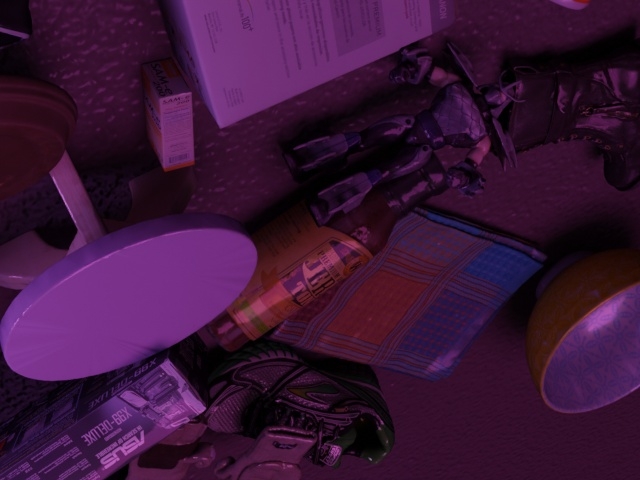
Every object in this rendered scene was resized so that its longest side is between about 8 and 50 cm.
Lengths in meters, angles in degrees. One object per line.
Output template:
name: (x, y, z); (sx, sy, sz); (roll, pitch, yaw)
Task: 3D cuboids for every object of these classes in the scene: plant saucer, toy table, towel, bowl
plant saucer: (-0.352, -0.071, 1.079); (0.277, 0.041, 0.278); (-18, 169, -4)
toy table: (-0.222, 0.018, 1.267); (0.274, 0.161, 0.252); (-19, 139, -16)
towel: (0.126, 0.076, 1.661); (0.370, 0.040, 0.271); (17, 119, -44)
bowl: (0.414, 0.106, 1.793); (0.289, 0.156, 0.289); (-19, 139, -17)

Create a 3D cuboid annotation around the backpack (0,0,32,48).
backpack: (-0.355, -0.210, 0.900); (0.225, 0.191, 0.253); (9, 164, -39)

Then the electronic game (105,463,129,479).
electronic game: (-0.297, 0.308, 1.602); (0.229, 0.048, 0.229); (-21, 143, -17)

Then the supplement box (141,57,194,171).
supplement box: (-0.158, -0.130, 1.235); (0.036, 0.062, 0.098); (-16, 137, -18)

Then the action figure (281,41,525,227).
action figure: (0.105, -0.115, 1.355); (0.285, 0.185, 0.099); (-27, 165, -1)

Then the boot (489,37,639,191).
boot: (0.320, -0.149, 1.539); (0.228, 0.091, 0.263); (-16, 134, -12)

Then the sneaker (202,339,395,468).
sneaker: (-0.026, 0.232, 1.632); (0.343, 0.146, 0.134); (10, 125, -38)

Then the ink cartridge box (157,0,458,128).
ink cartridge box: (-0.025, -0.298, 1.099); (0.271, 0.130, 0.309); (-24, 140, -11)

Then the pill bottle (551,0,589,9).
pill bottle: (0.293, -0.338, 1.309); (0.086, 0.086, 0.152); (5, 128, -37)

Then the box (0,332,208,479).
box: (-0.274, 0.214, 1.379); (0.307, 0.242, 0.077); (-35, 102, 1)

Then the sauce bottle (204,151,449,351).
sauce bottle: (0.000, 0.000, 1.439); (0.344, 0.111, 0.111); (-35, 141, 2)

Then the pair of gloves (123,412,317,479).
pair of gloves: (-0.141, 0.287, 1.569); (0.240, 0.042, 0.204); (5, 139, -13)
